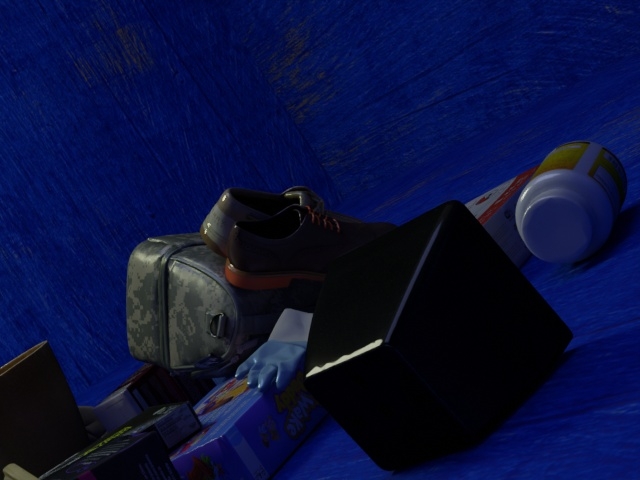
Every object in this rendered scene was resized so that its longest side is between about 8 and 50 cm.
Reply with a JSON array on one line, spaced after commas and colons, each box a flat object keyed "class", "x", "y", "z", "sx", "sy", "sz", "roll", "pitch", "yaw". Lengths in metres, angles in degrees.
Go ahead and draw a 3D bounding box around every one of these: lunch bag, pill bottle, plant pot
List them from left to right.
[{"class": "plant pot", "x": -0.461, "y": 0.327, "z": 2.079, "sx": 0.237, "sy": 0.254, "sz": 0.237, "roll": -32, "pitch": 4, "yaw": 3}, {"class": "lunch bag", "x": -0.114, "y": 0.099, "z": 2.010, "sx": 0.256, "sy": 0.212, "sz": 0.305, "roll": 7, "pitch": 9, "yaw": 44}, {"class": "plant pot", "x": 0.093, "y": 0.106, "z": 1.258, "sx": 0.187, "sy": 0.188, "sz": 0.167, "roll": -28, "pitch": 19, "yaw": 43}, {"class": "pill bottle", "x": 0.308, "y": -0.044, "z": 1.635, "sx": 0.117, "sy": 0.117, "sz": 0.215, "roll": -31, "pitch": 5, "yaw": 26}]

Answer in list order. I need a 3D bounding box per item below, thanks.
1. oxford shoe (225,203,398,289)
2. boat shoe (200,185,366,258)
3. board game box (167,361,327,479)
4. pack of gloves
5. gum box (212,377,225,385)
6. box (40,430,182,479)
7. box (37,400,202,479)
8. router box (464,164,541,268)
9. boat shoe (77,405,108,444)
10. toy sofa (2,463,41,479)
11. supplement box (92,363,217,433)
[{"class": "oxford shoe", "x": 0.000, "y": 0.000, "z": 1.871, "sx": 0.271, "sy": 0.098, "sz": 0.097, "roll": -10, "pitch": 33, "yaw": -21}, {"class": "boat shoe", "x": -0.031, "y": -0.024, "z": 1.966, "sx": 0.302, "sy": 0.109, "sz": 0.098, "roll": 6, "pitch": -54, "yaw": -37}, {"class": "board game box", "x": -0.101, "y": 0.238, "z": 1.702, "sx": 0.233, "sy": 0.078, "sz": 0.347, "roll": -30, "pitch": 6, "yaw": 34}, {"class": "pack of gloves", "x": 0.011, "y": 0.125, "z": 1.651, "sx": 0.195, "sy": 0.046, "sz": 0.232, "roll": 4, "pitch": 23, "yaw": 17}, {"class": "gum box", "x": -0.252, "y": 0.279, "z": 2.471, "sx": 0.184, "sy": 0.041, "sz": 0.157, "roll": -33, "pitch": 5, "yaw": -6}, {"class": "box", "x": -0.276, "y": 0.329, "z": 1.395, "sx": 0.270, "sy": 0.143, "sz": 0.165, "roll": -28, "pitch": 2, "yaw": -28}, {"class": "box", "x": -0.257, "y": 0.268, "z": 1.649, "sx": 0.190, "sy": 0.045, "sz": 0.184, "roll": -32, "pitch": 6, "yaw": -23}, {"class": "router box", "x": 0.165, "y": 0.042, "z": 1.899, "sx": 0.301, "sy": 0.082, "sz": 0.335, "roll": -29, "pitch": 6, "yaw": 35}, {"class": "boat shoe", "x": -0.498, "y": 0.406, "z": 2.220, "sx": 0.355, "sy": 0.132, "sz": 0.130, "roll": -37, "pitch": -4, "yaw": -24}, {"class": "toy sofa", "x": -0.429, "y": 0.434, "z": 1.506, "sx": 0.362, "sy": 0.177, "sz": 0.150, "roll": -34, "pitch": 19, "yaw": -25}, {"class": "supplement box", "x": -0.255, "y": 0.262, "z": 2.136, "sx": 0.073, "sy": 0.130, "sz": 0.239, "roll": -31, "pitch": 4, "yaw": 25}]
